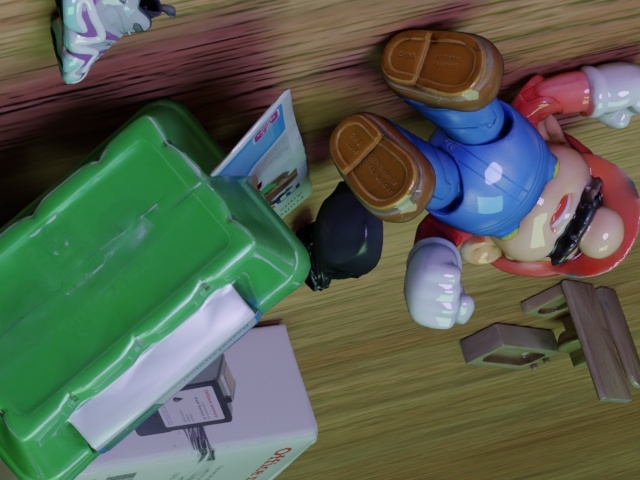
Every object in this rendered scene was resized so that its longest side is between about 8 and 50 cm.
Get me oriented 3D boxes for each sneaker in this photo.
[{"bbox_3d":[-0.116,-0.122,1.135,0.069,0.038,0.098,-11,161,-14],"label":"sneaker"}]

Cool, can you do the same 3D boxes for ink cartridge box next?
[{"bbox_3d":[-0.169,0.176,1.798,0.272,0.115,0.198,-7,159,-27],"label":"ink cartridge box"}]

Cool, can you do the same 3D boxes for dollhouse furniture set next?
[{"bbox_3d":[0.239,0.132,2.008,0.151,0.123,0.144,-29,158,31],"label":"dollhouse furniture set"}]

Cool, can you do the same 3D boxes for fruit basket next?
[{"bbox_3d":[-0.125,0.051,1.338,0.327,0.165,0.353,-40,167,-5],"label":"fruit basket"}]

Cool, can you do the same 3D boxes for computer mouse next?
[{"bbox_3d":[0.000,0.000,1.480,0.041,0.071,0.242,-2,173,-12],"label":"computer mouse"}]

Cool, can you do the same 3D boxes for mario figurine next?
[{"bbox_3d":[0.148,-0.039,1.400,0.198,0.170,0.320,-27,157,21],"label":"mario figurine"}]
